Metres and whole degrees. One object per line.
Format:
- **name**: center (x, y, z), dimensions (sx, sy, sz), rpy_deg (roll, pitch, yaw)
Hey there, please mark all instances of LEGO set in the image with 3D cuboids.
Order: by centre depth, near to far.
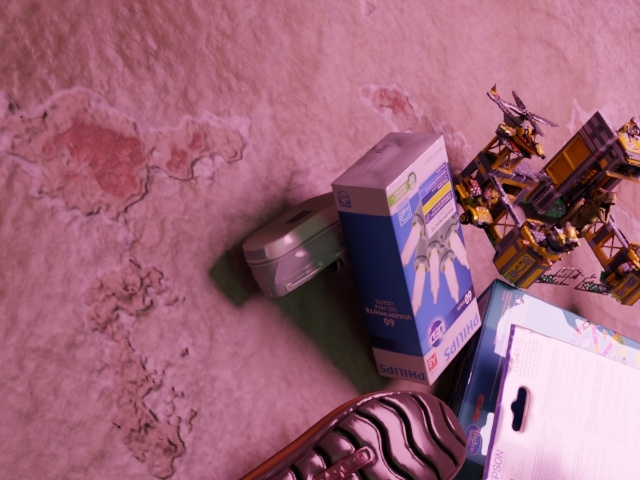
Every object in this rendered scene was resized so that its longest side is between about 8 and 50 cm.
- **LEGO set**: center (0.351, -0.064, 1.560), dimensions (0.331, 0.192, 0.255), rpy_deg (16, 40, -33)

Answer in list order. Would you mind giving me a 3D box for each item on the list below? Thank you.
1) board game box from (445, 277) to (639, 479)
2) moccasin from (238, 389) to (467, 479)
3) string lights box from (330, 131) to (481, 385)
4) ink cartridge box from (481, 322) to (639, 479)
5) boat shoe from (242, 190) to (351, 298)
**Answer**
- **board game box**: center (0.323, 0.230, 1.465), dimensions (0.336, 0.079, 0.254), rpy_deg (24, 57, -4)
- **moccasin**: center (0.005, 0.268, 1.232), dimensions (0.380, 0.147, 0.139), rpy_deg (-30, 81, -39)
- **string lights box**: center (0.103, 0.020, 1.371), dimensions (0.133, 0.076, 0.260), rpy_deg (-43, 128, -42)
- **ink cartridge box**: center (0.298, 0.230, 1.381), dimensions (0.224, 0.045, 0.223), rpy_deg (21, 57, -5)
- **boat shoe**: center (0.000, 0.000, 1.364), dimensions (0.227, 0.079, 0.081), rpy_deg (-30, 113, -43)
